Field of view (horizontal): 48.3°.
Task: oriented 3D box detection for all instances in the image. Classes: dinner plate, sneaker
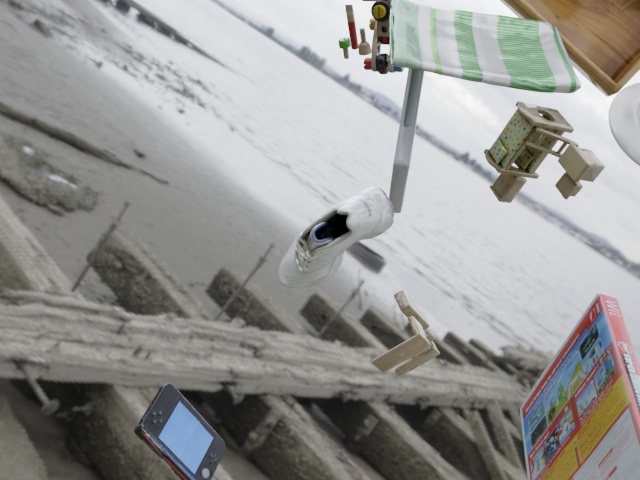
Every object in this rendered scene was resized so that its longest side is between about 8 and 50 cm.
[{"bbox_3d":[0.374,-0.119,0.747,0.141,0.141,0.017,36,-28,14],"label":"dinner plate"},{"bbox_3d":[0.000,0.000,1.333,0.129,0.297,0.111,-16,68,-48],"label":"sneaker"}]

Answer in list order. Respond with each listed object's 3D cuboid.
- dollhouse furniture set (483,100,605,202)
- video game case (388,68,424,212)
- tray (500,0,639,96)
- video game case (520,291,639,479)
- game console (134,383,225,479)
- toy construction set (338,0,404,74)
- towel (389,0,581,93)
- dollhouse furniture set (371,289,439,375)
[{"bbox_3d":[0.348,-0.108,1.196,0.101,0.181,0.161,5,42,-28],"label":"dollhouse furniture set"},{"bbox_3d":[0.185,-0.243,1.509,0.036,0.299,0.329,9,-13,5],"label":"video game case"},{"bbox_3d":[0.489,-0.497,1.399,0.411,0.203,0.076,42,6,0],"label":"tray"},{"bbox_3d":[0.268,0.213,0.727,0.025,0.204,0.285,18,34,-3],"label":"video game case"},{"bbox_3d":[-0.163,0.271,0.931,0.144,0.085,0.124,56,38,-26],"label":"game console"},{"bbox_3d":[0.174,-0.634,2.039,0.309,0.257,0.237,23,-42,41],"label":"toy construction set"},{"bbox_3d":[0.284,-0.350,1.270,0.325,0.038,0.247,10,42,-5],"label":"towel"},{"bbox_3d":[0.177,0.216,1.616,0.144,0.123,0.151,45,18,-44],"label":"dollhouse furniture set"}]
